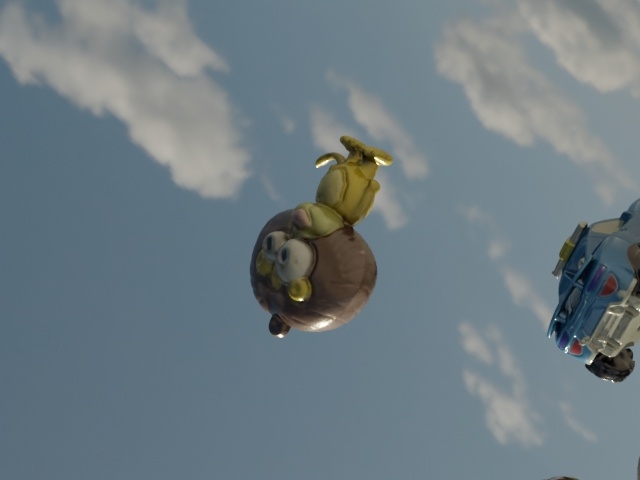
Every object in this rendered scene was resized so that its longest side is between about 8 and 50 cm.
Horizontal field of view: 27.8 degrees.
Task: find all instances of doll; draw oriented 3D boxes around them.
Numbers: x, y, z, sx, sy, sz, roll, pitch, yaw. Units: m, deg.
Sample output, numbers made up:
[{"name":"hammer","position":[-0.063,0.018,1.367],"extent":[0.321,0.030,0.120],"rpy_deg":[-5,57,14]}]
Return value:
[{"name":"doll","position":[-0.006,-0.004,1.185],"extent":[0.096,0.145,0.188],"rpy_deg":[18,-106,-45]}]

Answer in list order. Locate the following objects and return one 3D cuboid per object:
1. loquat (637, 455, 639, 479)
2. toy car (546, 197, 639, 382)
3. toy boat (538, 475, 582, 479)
[{"name":"loquat","position":[0.553,0.328,1.846],"extent":[0.176,0.234,0.187],"rpy_deg":[36,144,47]},{"name":"toy car","position":[0.414,0.044,1.801],"extent":[0.166,0.198,0.314],"rpy_deg":[30,-144,12]},{"name":"toy boat","position":[0.202,0.331,1.329],"extent":[0.227,0.085,0.155],"rpy_deg":[-22,-73,-44]}]
